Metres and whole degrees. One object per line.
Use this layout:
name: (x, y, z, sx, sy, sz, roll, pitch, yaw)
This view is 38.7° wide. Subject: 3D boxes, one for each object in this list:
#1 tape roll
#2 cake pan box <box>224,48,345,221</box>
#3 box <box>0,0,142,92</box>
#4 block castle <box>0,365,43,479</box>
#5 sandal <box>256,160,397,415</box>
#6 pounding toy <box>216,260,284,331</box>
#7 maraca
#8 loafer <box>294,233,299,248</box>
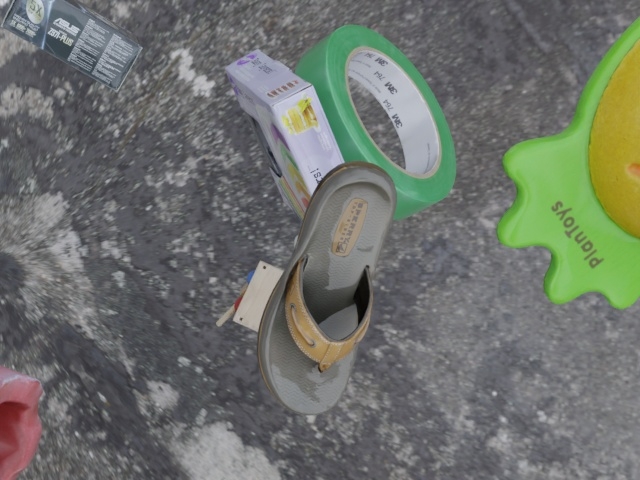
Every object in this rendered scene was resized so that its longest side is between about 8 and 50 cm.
tape roll: (0.094, -0.192, 1.488, 0.321, 0.077, 0.321, 30, 46, -37)
cake pan box: (-0.034, -0.129, 1.286, 0.070, 0.267, 0.246, -26, 119, -9)
box: (-0.357, -0.302, 1.322, 0.180, 0.147, 0.078, 29, 100, -20)
block castle: (-0.251, 0.261, 0.299, 0.212, 0.303, 0.454, 21, 103, 7)
sandal: (0.012, 0.048, 0.709, 0.089, 0.060, 0.219, 11, 112, -24)
pounding toy: (-0.112, 0.106, 1.572, 0.100, 0.141, 0.130, 24, 83, -1)
maraca: (0.166, -0.045, 0.416, 0.185, 0.099, 0.127, -40, 111, 9)
loafer: (0.000, 0.000, 1.044, 0.039, 0.125, 0.045, -6, 104, 12)
